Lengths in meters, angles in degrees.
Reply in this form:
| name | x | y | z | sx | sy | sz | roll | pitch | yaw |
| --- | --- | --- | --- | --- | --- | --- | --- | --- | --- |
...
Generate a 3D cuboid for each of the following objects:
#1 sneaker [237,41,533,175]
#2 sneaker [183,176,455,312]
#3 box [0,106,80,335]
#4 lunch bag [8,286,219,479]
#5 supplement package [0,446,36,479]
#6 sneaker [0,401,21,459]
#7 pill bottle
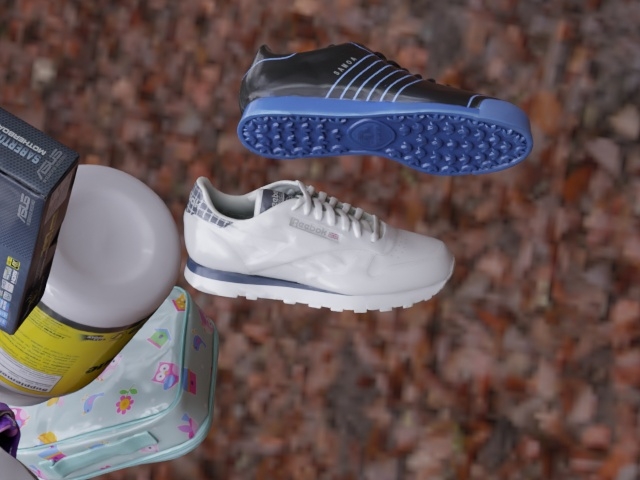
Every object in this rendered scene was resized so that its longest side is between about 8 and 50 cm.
| name | x | y | z | sx | sy | sz | roll | pitch | yaw |
| --- | --- | --- | --- | --- | --- | --- | --- | --- | --- |
| sneaker | 0.052 | -0.111 | 1.354 | 0.081 | 0.232 | 0.090 | 95 | -179 | -54 |
| sneaker | 0.000 | 0.000 | 1.470 | 0.090 | 0.235 | 0.095 | -93 | 6 | -69 |
| box | -0.309 | -0.037 | 1.456 | 0.059 | 0.183 | 0.233 | -57 | -3 | -37 |
| lunch bag | -0.269 | 0.193 | 2.199 | 0.279 | 0.108 | 0.224 | -17 | 50 | 20 |
| supplement package | -0.368 | 0.304 | 1.455 | 0.262 | 0.199 | 0.198 | -39 | 11 | 32 |
| sneaker | -0.391 | 0.200 | 1.947 | 0.104 | 0.095 | 0.236 | -27 | 70 | 25 |
| pill bottle | -0.297 | 0.066 | 1.957 | 0.334 | 0.188 | 0.188 | 135 | 138 | -54 |
